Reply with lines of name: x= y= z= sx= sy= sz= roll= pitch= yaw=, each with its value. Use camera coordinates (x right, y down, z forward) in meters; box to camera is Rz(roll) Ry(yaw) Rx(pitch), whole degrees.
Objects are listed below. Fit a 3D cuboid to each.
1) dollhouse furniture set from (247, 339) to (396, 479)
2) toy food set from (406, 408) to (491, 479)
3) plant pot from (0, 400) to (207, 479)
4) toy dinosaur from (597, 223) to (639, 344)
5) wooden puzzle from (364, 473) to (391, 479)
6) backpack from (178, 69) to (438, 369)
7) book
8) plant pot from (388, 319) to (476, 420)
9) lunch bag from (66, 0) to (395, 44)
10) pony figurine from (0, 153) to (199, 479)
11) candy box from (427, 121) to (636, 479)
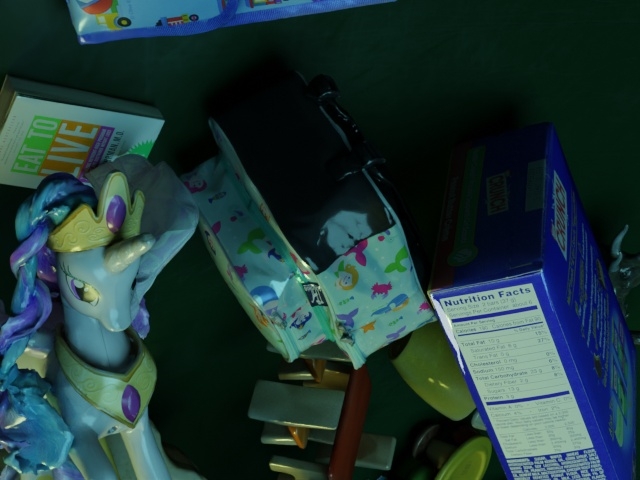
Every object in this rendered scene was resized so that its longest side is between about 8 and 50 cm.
dollhouse furniture set: x=0.018 y=0.243 z=1.417 sx=0.135 sy=0.259 sz=0.262 roll=5 pitch=147 yaw=16
toy food set: x=0.143 y=0.284 z=1.675 sx=0.128 sy=0.071 sz=0.218 roll=10 pitch=109 yaw=-58
plant pot: x=-0.259 y=0.294 z=1.317 sx=0.305 sy=0.334 sz=0.334 roll=-43 pitch=134 yaw=-10
toy dinosaur: x=0.292 y=0.113 z=1.621 sx=0.160 sy=0.121 sz=0.313 roll=31 pitch=110 yaw=-29
wooden puzzle: x=0.074 y=0.318 z=1.705 sx=0.049 sy=0.006 sz=0.083 roll=-46 pitch=133 yaw=9
backpack: x=0.000 y=0.000 z=1.277 sx=0.191 sy=0.225 sz=0.253 roll=-35 pitch=143 yaw=3
book: x=-0.223 y=-0.087 z=1.217 sx=0.144 sy=0.035 sz=0.096 roll=7 pitch=123 yaw=-35
plant pot: x=0.132 y=0.120 z=1.520 sx=0.095 sy=0.134 sz=0.134 roll=24 pitch=112 yaw=-12
lunch bag: x=-0.100 y=-0.287 z=1.088 sx=0.293 sy=0.138 sz=0.221 roll=-13 pitch=131 yaw=-5
pony figurine: x=-0.199 y=0.079 z=1.068 sx=0.303 sy=0.351 sz=0.363 roll=-16 pitch=116 yaw=-28
candy box: x=0.223 y=0.085 z=1.375 sx=0.122 sy=0.268 sz=0.317 roll=-12 pitch=120 yaw=20
